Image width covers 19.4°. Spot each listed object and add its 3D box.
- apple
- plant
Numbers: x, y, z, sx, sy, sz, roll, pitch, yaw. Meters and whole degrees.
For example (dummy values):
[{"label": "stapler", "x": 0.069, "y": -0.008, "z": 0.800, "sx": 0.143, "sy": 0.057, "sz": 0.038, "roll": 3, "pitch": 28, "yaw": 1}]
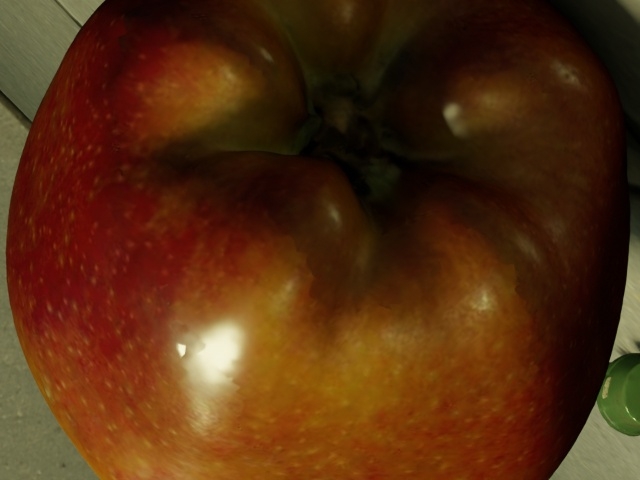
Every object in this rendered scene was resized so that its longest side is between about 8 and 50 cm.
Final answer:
[{"label": "apple", "x": 0.000, "y": 0.000, "z": 0.850, "sx": 0.288, "sy": 0.288, "sz": 0.317, "roll": 41, "pitch": 158, "yaw": 12}, {"label": "plant", "x": 0.190, "y": 0.094, "z": 1.150, "sx": 0.051, "sy": 0.051, "sz": 0.102, "roll": 44, "pitch": 173, "yaw": -2}]
